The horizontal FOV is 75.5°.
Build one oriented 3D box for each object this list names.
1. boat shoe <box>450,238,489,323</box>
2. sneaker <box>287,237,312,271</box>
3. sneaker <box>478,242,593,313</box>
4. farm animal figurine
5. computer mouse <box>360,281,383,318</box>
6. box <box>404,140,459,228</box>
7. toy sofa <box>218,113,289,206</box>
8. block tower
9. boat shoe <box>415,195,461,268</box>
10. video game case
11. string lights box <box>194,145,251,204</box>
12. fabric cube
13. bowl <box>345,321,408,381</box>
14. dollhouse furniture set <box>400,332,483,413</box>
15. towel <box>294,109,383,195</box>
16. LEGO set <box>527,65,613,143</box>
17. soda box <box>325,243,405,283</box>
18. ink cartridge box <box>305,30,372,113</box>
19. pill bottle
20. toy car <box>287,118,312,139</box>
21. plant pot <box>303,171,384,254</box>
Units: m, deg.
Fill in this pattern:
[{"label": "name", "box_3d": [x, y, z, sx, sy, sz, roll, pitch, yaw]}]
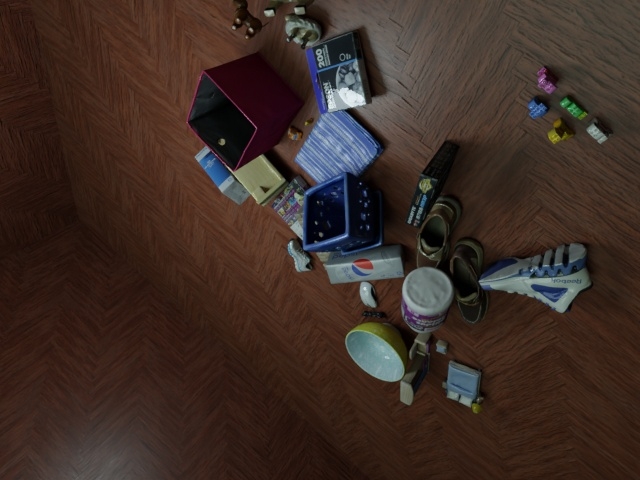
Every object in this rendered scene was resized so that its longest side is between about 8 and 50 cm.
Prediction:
[{"label": "boat shoe", "box_3d": [0.492, 0.164, 1.401, 0.123, 0.123, 0.342, 11, 129, 35]}, {"label": "sneaker", "box_3d": [-0.085, 0.066, 1.880, 0.083, 0.071, 0.190, 3, 133, 32]}, {"label": "sneaker", "box_3d": [0.652, 0.138, 1.236, 0.315, 0.127, 0.182, -21, 105, 47]}, {"label": "farm animal figurine", "box_3d": [-0.139, -0.745, 1.165, 0.327, 0.172, 0.330, 17, 149, 6]}, {"label": "computer mouse", "box_3d": [0.208, 0.264, 1.799, 0.106, 0.042, 0.193, 6, 126, 39]}, {"label": "box", "box_3d": [0.324, -0.163, 1.199, 0.051, 0.220, 0.175, 25, 137, 17]}, {"label": "toy sofa", "box_3d": [-0.298, -0.319, 1.675, 0.362, 0.150, 0.177, 48, -177, -2]}, {"label": "block tower", "box_3d": [0.015, -0.017, 1.645, 0.091, 0.097, 0.335, -3, 129, 35]}, {"label": "boat shoe", "box_3d": [0.369, 0.003, 1.380, 0.123, 0.116, 0.324, 24, 136, 25]}, {"label": "video game case", "box_3d": [-0.081, -0.130, 1.722, 0.210, 0.042, 0.232, 47, 140, -3]}, {"label": "string lights box", "box_3d": [-0.413, -0.278, 1.758, 0.259, 0.077, 0.133, 48, -176, 30]}, {"label": "fabric cube", "box_3d": [-0.266, -0.449, 1.452, 0.254, 0.258, 0.259, 46, 140, -1]}, {"label": "bowl", "box_3d": [0.270, 0.456, 1.814, 0.289, 0.156, 0.289, 24, 135, 26]}, {"label": "dollhouse furniture set", "box_3d": [0.506, 0.574, 1.674, 0.303, 0.198, 0.286, 17, 132, 30]}, {"label": "towel", "box_3d": [0.051, -0.304, 1.464, 0.243, 0.040, 0.336, 45, 141, 3]}, {"label": "LEGO set", "box_3d": [0.567, -0.289, 0.980, 0.227, 0.093, 0.087, 45, 141, 2]}, {"label": "soda box", "box_3d": [0.171, 0.089, 1.561, 0.286, 0.098, 0.091, -7, 120, 18]}, {"label": "ink cartridge box", "box_3d": [0.044, -0.505, 1.274, 0.208, 0.045, 0.206, 1, 114, 40]}, {"label": "pill bottle", "box_3d": [0.375, 0.228, 1.479, 0.169, 0.169, 0.301, 26, 158, 23]}, {"label": "toy car", "box_3d": [-0.084, -0.408, 1.495, 0.060, 0.040, 0.122, 46, 141, 0]}, {"label": "plant pot", "box_3d": [0.090, -0.076, 1.448, 0.236, 0.212, 0.235, -19, 64, 48]}]
